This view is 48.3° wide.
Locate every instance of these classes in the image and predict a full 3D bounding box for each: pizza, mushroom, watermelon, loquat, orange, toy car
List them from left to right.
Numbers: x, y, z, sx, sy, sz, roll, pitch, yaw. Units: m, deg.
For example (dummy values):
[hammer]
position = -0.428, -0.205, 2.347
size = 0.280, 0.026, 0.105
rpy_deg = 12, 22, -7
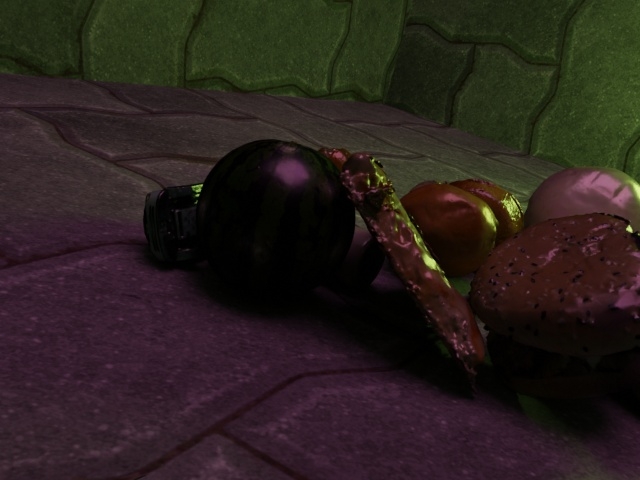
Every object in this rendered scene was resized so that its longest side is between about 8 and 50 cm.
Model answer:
[toy car]
position = -0.243, -0.045, 1.386
size = 0.125, 0.136, 0.306
rpy_deg = -1, 10, 26
[watermelon]
position = -0.080, -0.040, 1.259
size = 0.285, 0.285, 0.285
rpy_deg = 13, 19, -4
[orange]
position = 0.026, -0.180, 1.952
size = 0.157, 0.156, 0.134
rpy_deg = 14, -22, 0
[pizza]
position = 0.148, 0.007, 1.224
size = 0.392, 0.080, 0.435
rpy_deg = 56, 6, -18
[loquat]
position = 0.264, -0.021, 1.541
size = 0.238, 0.193, 0.238
rpy_deg = 4, -18, 1
[mushroom]
position = 0.652, -0.052, 1.799
size = 0.315, 0.315, 0.356
rpy_deg = 5, 20, -26

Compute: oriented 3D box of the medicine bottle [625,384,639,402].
[medicine bottle]
position = 0.546, 0.173, 1.285
size = 0.151, 0.151, 0.322
rpy_deg = 6, 20, -23

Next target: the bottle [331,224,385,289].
[bottle]
position = 0.000, 0.000, 1.442
size = 0.253, 0.120, 0.120
rpy_deg = 26, 22, 30

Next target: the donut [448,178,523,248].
[donut]
position = 0.360, -0.038, 1.679
size = 0.227, 0.226, 0.114
rpy_deg = 20, 31, 17

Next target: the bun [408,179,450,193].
[bun]
position = 0.332, -0.114, 2.019
size = 0.167, 0.113, 0.173
rpy_deg = 25, 23, 28

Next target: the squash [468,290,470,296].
[squash]
position = 0.405, 0.076, 1.449
size = 0.219, 0.219, 0.041
rpy_deg = -13, 75, -54

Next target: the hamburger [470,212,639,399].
[hamburger]
position = 0.389, 0.107, 1.151
size = 0.277, 0.195, 0.318
rpy_deg = -13, 29, 12
